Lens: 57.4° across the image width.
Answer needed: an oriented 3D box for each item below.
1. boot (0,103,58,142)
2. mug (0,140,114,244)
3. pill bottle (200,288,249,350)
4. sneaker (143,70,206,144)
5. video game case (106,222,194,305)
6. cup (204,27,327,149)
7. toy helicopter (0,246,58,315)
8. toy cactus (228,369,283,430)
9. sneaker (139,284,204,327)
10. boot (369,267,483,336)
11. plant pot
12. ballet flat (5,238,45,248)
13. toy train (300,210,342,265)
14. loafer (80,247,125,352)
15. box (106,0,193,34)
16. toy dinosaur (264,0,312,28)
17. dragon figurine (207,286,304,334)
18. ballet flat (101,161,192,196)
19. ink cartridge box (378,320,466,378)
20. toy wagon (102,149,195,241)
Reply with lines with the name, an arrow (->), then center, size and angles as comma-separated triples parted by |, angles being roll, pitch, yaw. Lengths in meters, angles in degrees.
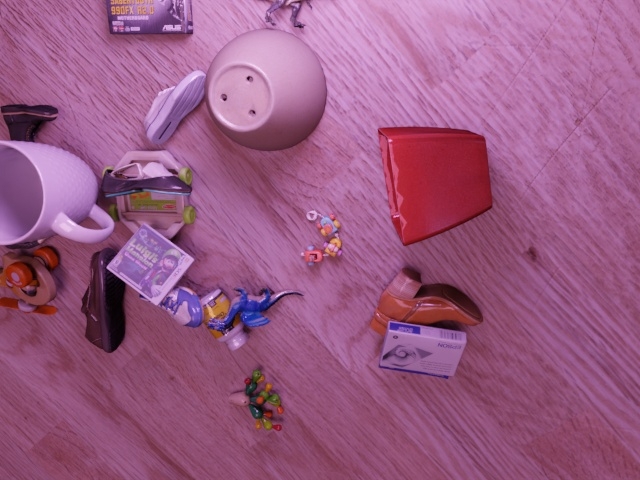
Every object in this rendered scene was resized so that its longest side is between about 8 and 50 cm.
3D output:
boot -> -0.871, -0.340, 1.779 | 0.198, 0.077, 0.136 | 9, 115, 23
mug -> -0.762, -0.114, 1.666 | 0.374, 0.328, 0.276 | 35, 102, 6
pill bottle -> -0.304, 0.250, 1.823 | 0.103, 0.103, 0.184 | -33, 98, 20
sneaker -> -0.419, -0.389, 1.642 | 0.258, 0.094, 0.091 | -43, 69, 20
video game case -> -0.499, 0.069, 1.722 | 0.190, 0.022, 0.173 | 36, 77, 5
cup -> -0.168, -0.378, 1.517 | 0.332, 0.237, 0.330 | 4, 109, 11
toy helicopter -> -1.025, 0.145, 1.956 | 0.356, 0.140, 0.234 | 4, 118, 22
toy cactus -> -0.218, 0.527, 1.905 | 0.181, 0.112, 0.218 | -6, 115, 24
sneaker -> -0.479, 0.171, 1.767 | 0.297, 0.131, 0.111 | 34, 108, 27
boot -> 0.298, 0.226, 1.684 | 0.284, 0.109, 0.220 | 24, 117, -5
plant pot -> 0.291, -0.164, 1.486 | 0.236, 0.267, 0.266 | -10, 106, 4
ballet flat -> -0.967, -0.003, 1.907 | 0.173, 0.057, 0.049 | -8, 134, 17
toy train -> 0.000, 0.000, 1.704 | 0.125, 0.046, 0.166 | 5, 109, 11
loafer -> -0.717, 0.194, 1.878 | 0.130, 0.134, 0.365 | 11, 110, 9
box -> -0.466, -0.656, 1.588 | 0.231, 0.056, 0.182 | 4, 109, 11
toy dinosaur -> -0.091, -0.617, 1.517 | 0.269, 0.064, 0.118 | 3, 94, 12
dragon figurine -> -0.198, 0.212, 1.764 | 0.290, 0.085, 0.143 | 1, 88, -19
ballet flat -> -0.501, -0.173, 1.663 | 0.281, 0.095, 0.096 | 0, 96, 13
ink cartridge box -> 0.288, 0.335, 1.697 | 0.224, 0.045, 0.223 | 8, 132, 3
toy wagon -> -0.511, -0.100, 1.774 | 0.268, 0.068, 0.344 | 2, 109, 12
